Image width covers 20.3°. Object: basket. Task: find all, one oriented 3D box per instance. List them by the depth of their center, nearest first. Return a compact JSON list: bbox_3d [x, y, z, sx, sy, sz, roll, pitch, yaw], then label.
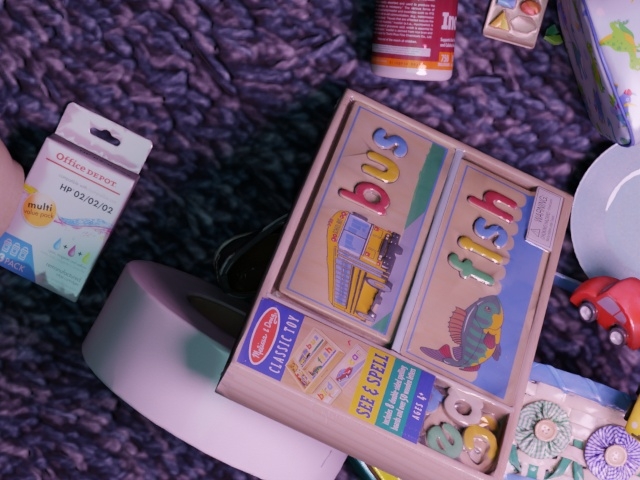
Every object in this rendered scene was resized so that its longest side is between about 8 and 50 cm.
[{"bbox_3d":[0.262,0.176,1.846,0.255,0.201,0.289,17,62,-2],"label":"basket"}]

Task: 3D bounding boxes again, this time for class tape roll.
[{"bbox_3d":[-0.091,0.132,1.782,0.286,0.286,0.100,30,96,-4],"label":"tape roll"}]

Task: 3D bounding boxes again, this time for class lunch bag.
[{"bbox_3d":[0.298,-0.188,1.769,0.090,0.219,0.176,-20,97,2],"label":"lunch bag"}]

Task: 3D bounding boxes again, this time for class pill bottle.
[{"bbox_3d":[0.098,-0.241,1.827,0.086,0.086,0.152,4,99,-1],"label":"pill bottle"}]

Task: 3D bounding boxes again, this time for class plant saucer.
[{"bbox_3d":[0.359,-0.019,1.879,0.195,0.037,0.195,0,92,4],"label":"plant saucer"}]

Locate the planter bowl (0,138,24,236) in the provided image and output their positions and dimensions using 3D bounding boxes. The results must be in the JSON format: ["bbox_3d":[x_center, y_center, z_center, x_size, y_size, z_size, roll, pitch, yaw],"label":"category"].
[{"bbox_3d":[-0.373,-0.055,1.830,0.109,0.162,0.162,25,98,-31],"label":"planter bowl"}]

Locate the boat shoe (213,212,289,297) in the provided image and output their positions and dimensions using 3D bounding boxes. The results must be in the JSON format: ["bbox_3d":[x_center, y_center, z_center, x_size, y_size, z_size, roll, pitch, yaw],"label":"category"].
[{"bbox_3d":[0.000,0.000,1.867,0.233,0.079,0.084,-23,96,0],"label":"boat shoe"}]

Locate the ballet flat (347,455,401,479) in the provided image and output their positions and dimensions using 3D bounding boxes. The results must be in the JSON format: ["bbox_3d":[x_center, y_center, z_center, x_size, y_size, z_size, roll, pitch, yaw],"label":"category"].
[{"bbox_3d":[0.094,0.273,1.913,0.077,0.077,0.231,-30,96,-17],"label":"ballet flat"}]

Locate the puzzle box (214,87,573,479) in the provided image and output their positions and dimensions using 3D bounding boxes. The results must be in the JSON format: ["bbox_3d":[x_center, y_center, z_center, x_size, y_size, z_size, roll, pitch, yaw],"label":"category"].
[{"bbox_3d":[0.084,0.044,1.733,0.272,0.409,0.052,25,136,-4],"label":"puzzle box"}]

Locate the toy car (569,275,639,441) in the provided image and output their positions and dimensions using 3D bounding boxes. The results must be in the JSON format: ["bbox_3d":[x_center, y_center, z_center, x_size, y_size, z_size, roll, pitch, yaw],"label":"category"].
[{"bbox_3d":[0.384,0.110,1.781,0.225,0.239,0.053,2,129,-14],"label":"toy car"}]

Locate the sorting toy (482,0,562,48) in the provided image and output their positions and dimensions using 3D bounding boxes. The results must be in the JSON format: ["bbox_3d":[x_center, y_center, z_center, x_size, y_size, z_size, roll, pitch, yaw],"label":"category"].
[{"bbox_3d":[0.217,-0.233,1.866,0.083,0.012,0.062,15,98,-2],"label":"sorting toy"}]

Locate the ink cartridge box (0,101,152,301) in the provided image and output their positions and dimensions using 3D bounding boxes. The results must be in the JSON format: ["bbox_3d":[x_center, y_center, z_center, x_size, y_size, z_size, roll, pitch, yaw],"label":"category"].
[{"bbox_3d":[-0.259,-0.042,1.867,0.104,0.061,0.181,26,97,-4],"label":"ink cartridge box"}]
